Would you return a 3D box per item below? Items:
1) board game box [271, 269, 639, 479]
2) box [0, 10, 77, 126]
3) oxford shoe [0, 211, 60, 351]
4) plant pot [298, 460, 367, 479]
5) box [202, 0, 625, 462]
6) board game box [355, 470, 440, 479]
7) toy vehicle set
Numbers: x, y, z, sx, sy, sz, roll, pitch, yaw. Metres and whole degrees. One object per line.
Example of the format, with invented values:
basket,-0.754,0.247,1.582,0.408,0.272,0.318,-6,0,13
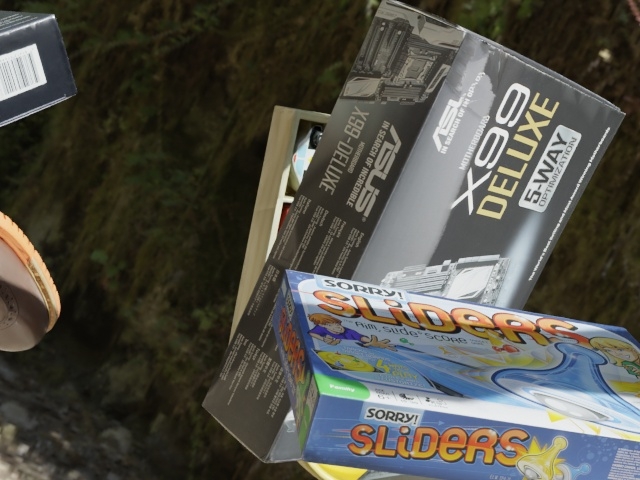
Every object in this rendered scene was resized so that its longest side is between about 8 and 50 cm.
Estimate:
board game box,0.082,0.071,0.486,0.201,0.035,0.136,10,18,-13
box,-0.437,-0.218,1.249,0.207,0.108,0.153,15,36,41
oxford shoe,-0.320,0.019,0.706,0.130,0.132,0.363,-11,-32,21
plant pot,0.039,0.200,1.358,0.254,0.254,0.239,25,-8,-18
box,0.075,0.007,0.722,0.076,0.307,0.242,34,14,36
board game box,0.202,0.205,0.976,0.224,0.097,0.303,-16,4,33
toy vehicle set,0.000,0.000,1.054,0.166,0.266,0.035,3,13,-41
